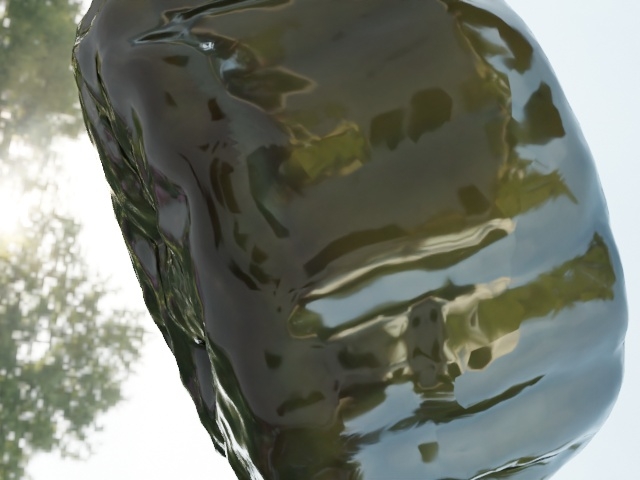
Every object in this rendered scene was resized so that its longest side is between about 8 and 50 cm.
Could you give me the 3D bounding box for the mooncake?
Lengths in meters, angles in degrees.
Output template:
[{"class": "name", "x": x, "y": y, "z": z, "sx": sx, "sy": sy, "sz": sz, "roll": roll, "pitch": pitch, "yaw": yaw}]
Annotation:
[{"class": "mooncake", "x": 0.000, "y": 0.000, "z": 0.507, "sx": 0.290, "sy": 0.161, "sz": 0.290, "roll": 58, "pitch": -19, "yaw": 34}]
